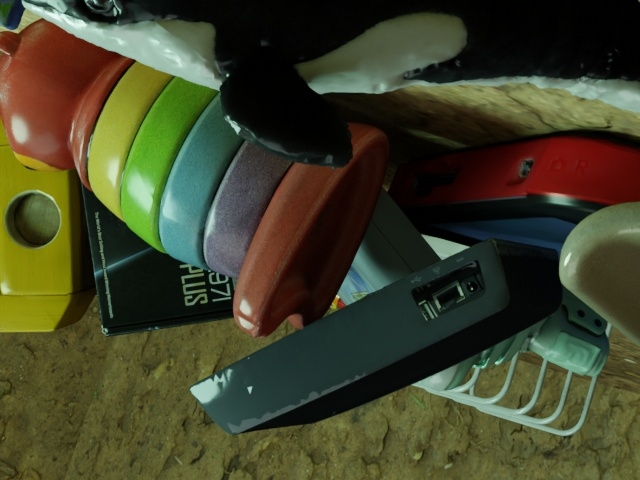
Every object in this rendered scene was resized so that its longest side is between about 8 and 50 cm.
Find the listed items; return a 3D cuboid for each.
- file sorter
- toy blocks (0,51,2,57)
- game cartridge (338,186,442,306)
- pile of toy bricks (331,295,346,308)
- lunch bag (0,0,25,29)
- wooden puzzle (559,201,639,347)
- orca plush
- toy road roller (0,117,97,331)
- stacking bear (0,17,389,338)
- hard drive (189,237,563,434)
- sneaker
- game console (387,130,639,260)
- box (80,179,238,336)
[{"bbox_3d":[0.204,0.116,1.607,0.192,0.173,0.277,12,171,42],"label":"file sorter"},{"bbox_3d":[-0.365,-0.170,1.268,0.148,0.054,0.123,17,173,8],"label":"toy blocks"},{"bbox_3d":[0.020,-0.009,1.158,0.198,0.062,0.297,55,172,-1],"label":"game cartridge"},{"bbox_3d":[0.000,0.000,1.610,0.212,0.118,0.105,33,149,16],"label":"pile of toy bricks"},{"bbox_3d":[-0.223,-0.177,0.654,0.151,0.096,0.129,31,-175,36],"label":"lunch bag"},{"bbox_3d":[0.332,0.018,0.680,0.347,0.081,0.322,0,166,26],"label":"wooden puzzle"},{"bbox_3d":[0.032,-0.104,0.492,0.287,0.151,0.102,21,143,1],"label":"orca plush"},{"bbox_3d":[-0.234,-0.025,1.281,0.329,0.203,0.240,-1,-177,5],"label":"toy road roller"},{"bbox_3d":[-0.111,-0.069,0.960,0.289,0.164,0.175,28,-173,15],"label":"stacking bear"},{"bbox_3d":[0.049,0.075,0.968,0.254,0.054,0.172,-28,165,22],"label":"hard drive"},{"bbox_3d":[0.190,0.082,1.193,0.151,0.094,0.256,33,-146,8],"label":"sneaker"},{"bbox_3d":[0.252,0.007,1.020,0.342,0.060,0.386,20,174,-17],"label":"game console"},{"bbox_3d":[-0.119,-0.020,1.084,0.147,0.180,0.077,-8,178,-9],"label":"box"}]
